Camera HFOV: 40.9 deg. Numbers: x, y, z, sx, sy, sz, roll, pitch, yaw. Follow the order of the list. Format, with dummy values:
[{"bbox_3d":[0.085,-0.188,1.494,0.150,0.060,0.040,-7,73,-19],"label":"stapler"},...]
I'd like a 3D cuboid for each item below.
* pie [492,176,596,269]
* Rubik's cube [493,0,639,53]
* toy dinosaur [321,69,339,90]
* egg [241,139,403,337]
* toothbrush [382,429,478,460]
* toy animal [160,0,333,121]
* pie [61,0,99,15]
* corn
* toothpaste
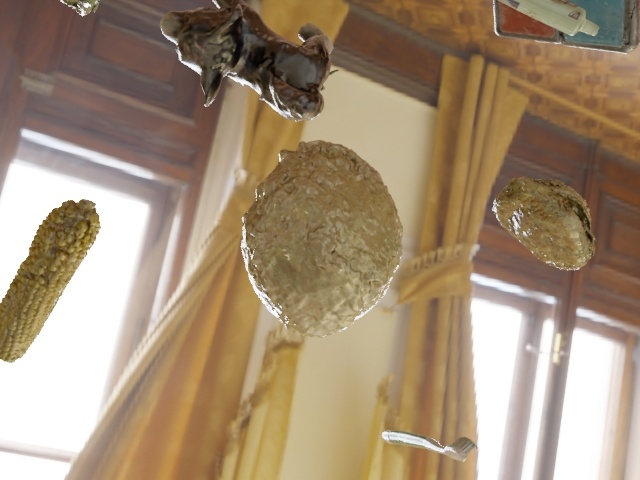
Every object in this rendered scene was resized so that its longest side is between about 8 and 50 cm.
[{"bbox_3d":[0.358,-0.029,1.375,0.163,0.079,0.193,12,149,35],"label":"pie"},{"bbox_3d":[0.556,-0.607,1.774,0.313,0.316,0.318,17,137,35],"label":"Rubik's cube"},{"bbox_3d":[-0.018,-0.323,1.697,0.119,0.029,0.060,-10,133,40],"label":"toy dinosaur"},{"bbox_3d":[0.000,0.000,1.377,0.279,0.310,0.279,-6,168,-1],"label":"egg"},{"bbox_3d":[0.111,0.218,0.929,0.018,0.024,0.257,53,163,0],"label":"toothbrush"},{"bbox_3d":[-0.132,-0.339,1.584,0.344,0.194,0.303,22,-154,-8],"label":"toy animal"},{"bbox_3d":[-0.403,-0.521,1.401,0.066,0.303,0.302,-13,-178,-30],"label":"pie"},{"bbox_3d":[-0.475,0.064,1.471,0.097,0.320,0.097,30,-172,-5],"label":"corn"},{"bbox_3d":[0.262,-0.326,1.142,0.233,0.038,0.060,25,-158,3],"label":"toothpaste"}]
